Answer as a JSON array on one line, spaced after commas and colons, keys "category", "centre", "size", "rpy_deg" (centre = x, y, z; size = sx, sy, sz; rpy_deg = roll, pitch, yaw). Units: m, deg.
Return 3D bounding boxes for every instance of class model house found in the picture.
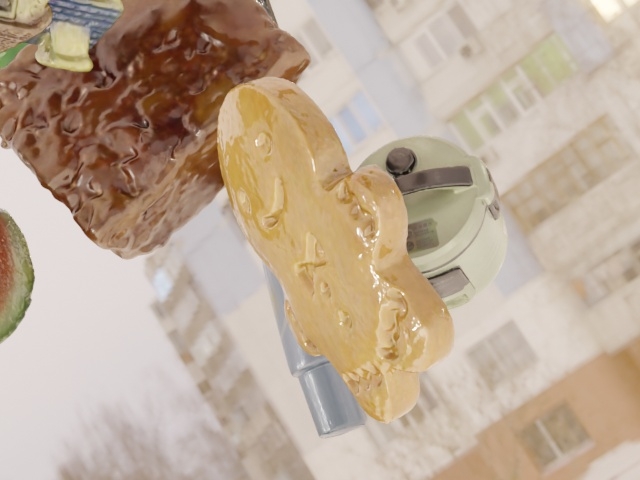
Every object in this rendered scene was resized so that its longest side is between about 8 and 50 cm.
[{"category": "model house", "centre": [-0.347, -0.340, 1.649], "size": [0.321, 0.261, 0.266], "rpy_deg": [2, -71, -39]}]

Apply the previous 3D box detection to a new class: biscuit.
[{"category": "biscuit", "centre": [-0.239, -0.200, 1.881], "size": [0.395, 0.342, 0.166], "rpy_deg": [-42, -30, -4]}, {"category": "biscuit", "centre": [-0.002, 0.001, 1.297], "size": [0.052, 0.355, 0.275], "rpy_deg": [-22, -20, -28]}]

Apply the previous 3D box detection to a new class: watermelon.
[{"category": "watermelon", "centre": [-0.492, 0.041, 1.784], "size": [0.231, 0.310, 0.193], "rpy_deg": [21, -43, -22]}]

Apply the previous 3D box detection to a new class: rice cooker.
[{"category": "rice cooker", "centre": [0.156, -0.026, 1.979], "size": [0.226, 0.226, 0.244], "rpy_deg": [-33, -35, 2]}]

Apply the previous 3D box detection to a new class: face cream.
[{"category": "face cream", "centre": [-0.030, 0.074, 1.826], "size": [0.086, 0.385, 0.135], "rpy_deg": [-17, -13, -12]}]

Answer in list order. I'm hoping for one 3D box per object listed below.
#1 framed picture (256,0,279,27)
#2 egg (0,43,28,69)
[{"category": "framed picture", "centre": [-0.223, -0.408, 2.525], "size": [0.338, 0.255, 0.014], "rpy_deg": [-12, 13, 40]}, {"category": "egg", "centre": [-0.522, -0.289, 2.154], "size": [0.220, 0.220, 0.269], "rpy_deg": [-21, 6, -42]}]
